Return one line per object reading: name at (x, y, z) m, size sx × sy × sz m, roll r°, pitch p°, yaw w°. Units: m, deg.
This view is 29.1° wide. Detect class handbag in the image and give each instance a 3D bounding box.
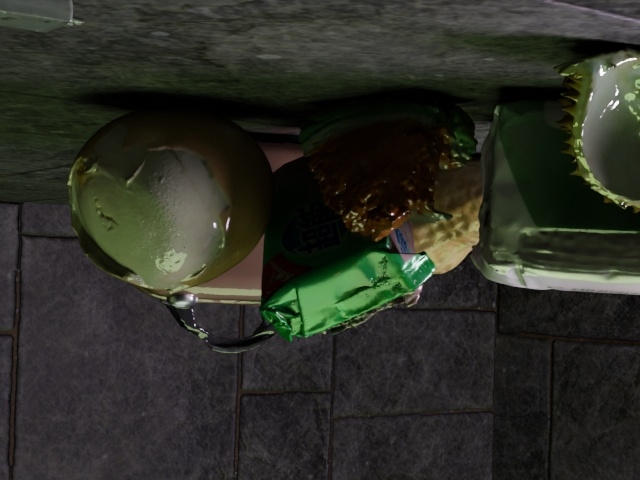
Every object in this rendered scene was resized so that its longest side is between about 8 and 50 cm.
handbag at (-0.117, 0.004, 1.601) m, size 0.301 × 0.283 × 0.149 m, roll 3°, pitch 176°, yaw -16°

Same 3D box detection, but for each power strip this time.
power strip at (-0.225, -0.160, 0.838) m, size 0.136 × 0.019 × 0.051 m, roll 3°, pitch 176°, yaw -34°

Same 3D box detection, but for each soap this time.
soap at (0.017, -0.009, 1.406) m, size 0.217 × 0.098 × 0.273 m, roll -26°, pitch -150°, yaw 18°

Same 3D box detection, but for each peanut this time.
peanut at (0.187, -0.036, 1.798) m, size 0.313 × 0.149 × 0.149 m, roll -25°, pitch 162°, yaw 36°

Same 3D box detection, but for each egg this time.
egg at (-0.154, -0.051, 1.361) m, size 0.201 × 0.201 × 0.244 m, roll 0°, pitch -169°, yaw 37°

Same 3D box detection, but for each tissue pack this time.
tissue pack at (0.340, -0.040, 1.274) m, size 0.356 × 0.194 × 0.266 m, roll 3°, pitch 178°, yaw 5°

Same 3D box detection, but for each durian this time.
durian at (0.293, -0.101, 1.019) m, size 0.252 × 0.145 × 0.139 m, roll 7°, pitch 155°, yaw -9°

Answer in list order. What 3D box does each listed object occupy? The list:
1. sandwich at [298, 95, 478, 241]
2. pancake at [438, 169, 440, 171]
sandwich at (0.063, -0.069, 1.263) m, size 0.184 × 0.160 × 0.109 m, roll -7°, pitch 155°, yaw 45°
pancake at (0.091, -0.089, 1.901) m, size 0.241 × 0.050 × 0.242 m, roll -6°, pitch 171°, yaw -1°
